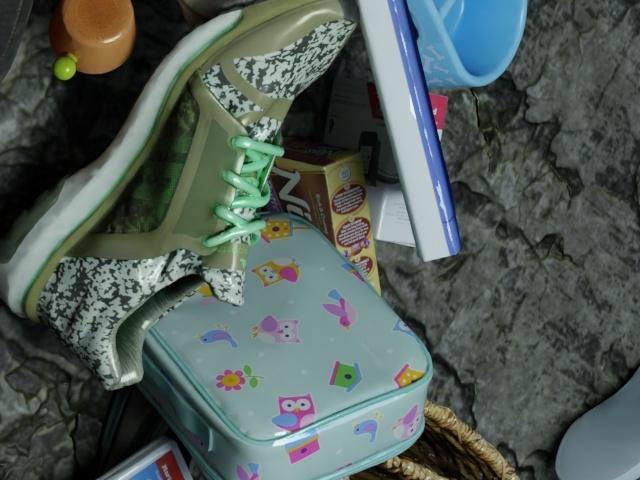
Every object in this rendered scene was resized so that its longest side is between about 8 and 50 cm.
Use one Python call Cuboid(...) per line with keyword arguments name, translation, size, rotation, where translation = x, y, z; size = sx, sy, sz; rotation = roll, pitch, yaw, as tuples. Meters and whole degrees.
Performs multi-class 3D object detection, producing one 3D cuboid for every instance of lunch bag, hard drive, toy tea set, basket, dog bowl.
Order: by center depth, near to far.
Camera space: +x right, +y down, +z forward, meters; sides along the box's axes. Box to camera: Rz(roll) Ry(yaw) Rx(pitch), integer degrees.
Cuboid(name="toy tea set", translation=(-0.214, -0.212, 1.610), size=(0.336, 0.124, 0.200), rotation=(-22, 81, -16))
Cuboid(name="hard drive", translation=(0.065, -0.164, 1.683), size=(0.040, 0.210, 0.318), rotation=(-13, 107, 5))
Cuboid(name="lunch bag", translation=(-0.054, 0.101, 1.712), size=(0.224, 0.279, 0.107), rotation=(-23, 137, -24))
Cuboid(name="dog bowl", translation=(0.118, -0.265, 1.865), size=(0.166, 0.074, 0.297), rotation=(-57, 141, -23))
Cuboid(name="basket", translation=(0.088, 0.261, 1.900), size=(0.299, 0.223, 0.213), rotation=(29, 78, -38))

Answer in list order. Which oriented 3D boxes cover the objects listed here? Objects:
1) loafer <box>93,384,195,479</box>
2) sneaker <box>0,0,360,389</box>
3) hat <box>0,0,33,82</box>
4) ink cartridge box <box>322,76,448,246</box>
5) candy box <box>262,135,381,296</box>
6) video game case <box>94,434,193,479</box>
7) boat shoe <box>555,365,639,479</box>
Cuboid(name="loafer", translation=(-0.167, 0.251, 1.774), size=(0.096, 0.084, 0.267), rotation=(9, 94, -42))
Cuboid(name="sneaker", translation=(-0.090, -0.033, 1.605), size=(0.410, 0.182, 0.158), rotation=(-46, 159, 19))
Cuboid(name="hat", translation=(-0.366, -0.237, 1.448), size=(0.331, 0.134, 0.331), rotation=(-6, 100, -35))
Cuboid(name="ink cartridge box", translation=(0.055, -0.077, 1.871), size=(0.063, 0.109, 0.150), rotation=(7, 95, -40))
Cuboid(name="candy box", translation=(0.000, 0.000, 1.843), size=(0.053, 0.109, 0.186), rotation=(-25, 116, -34))
Cuboid(name="video game case", translation=(-0.211, 0.330, 1.703), size=(0.285, 0.025, 0.204), rotation=(-33, 118, -24))
Cuboid(name="boat shoe", translation=(0.375, 0.224, 2.226), size=(0.306, 0.113, 0.105), rotation=(-45, 133, -43))
